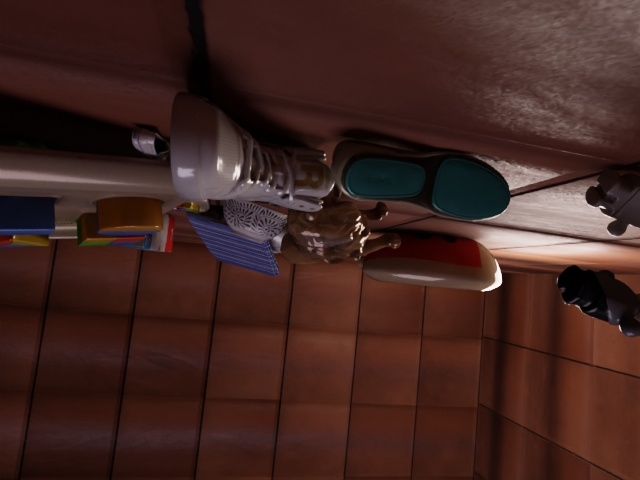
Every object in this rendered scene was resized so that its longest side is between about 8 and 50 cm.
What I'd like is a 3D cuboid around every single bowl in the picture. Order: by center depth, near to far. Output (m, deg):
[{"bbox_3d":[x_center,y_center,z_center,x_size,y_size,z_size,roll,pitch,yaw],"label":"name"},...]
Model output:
[{"bbox_3d":[-0.156,-0.042,0.950,0.170,0.080,0.170,20,177,1],"label":"bowl"}]

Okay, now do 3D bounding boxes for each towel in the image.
[{"bbox_3d":[-0.254,0.015,1.288,0.244,0.040,0.336,14,157,7],"label":"towel"}]

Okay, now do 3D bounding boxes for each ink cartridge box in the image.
[{"bbox_3d":[-0.572,-0.033,1.403,0.078,0.134,0.231,5,174,2],"label":"ink cartridge box"}]

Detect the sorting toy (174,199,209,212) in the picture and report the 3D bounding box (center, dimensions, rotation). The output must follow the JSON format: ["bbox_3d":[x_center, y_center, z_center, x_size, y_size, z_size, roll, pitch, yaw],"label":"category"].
[{"bbox_3d":[-0.377,-0.096,1.037,0.193,0.038,0.208,7,174,-14],"label":"sorting toy"}]

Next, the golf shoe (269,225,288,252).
[{"bbox_3d":[-0.208,-0.030,1.328,0.307,0.115,0.140,0,157,30],"label":"golf shoe"}]

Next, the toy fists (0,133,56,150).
[{"bbox_3d":[-0.480,-0.109,0.703,0.143,0.096,0.279,1,173,7],"label":"toy fists"}]

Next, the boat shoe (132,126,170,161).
[{"bbox_3d":[-0.225,-0.127,0.576,0.035,0.035,0.100,9,168,-3],"label":"boat shoe"}]

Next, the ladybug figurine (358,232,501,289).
[{"bbox_3d":[0.349,0.066,1.338,0.450,0.161,0.305,5,175,-1],"label":"ladybug figurine"}]

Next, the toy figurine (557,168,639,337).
[{"bbox_3d":[0.399,0.014,0.453,0.148,0.212,0.209,20,173,-4],"label":"toy figurine"}]

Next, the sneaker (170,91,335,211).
[{"bbox_3d":[-0.063,-0.090,0.476,0.169,0.107,0.292,5,-175,-5],"label":"sneaker"}]

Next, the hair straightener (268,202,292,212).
[{"bbox_3d":[-0.077,-0.074,0.882,0.089,0.047,0.230,5,180,14],"label":"hair straightener"}]

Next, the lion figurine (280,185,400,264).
[{"bbox_3d":[0.000,0.000,0.877,0.241,0.142,0.392,-11,167,-26],"label":"lion figurine"}]

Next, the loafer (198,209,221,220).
[{"bbox_3d":[-0.344,-0.077,1.263,0.125,0.039,0.045,5,-152,44],"label":"loafer"}]

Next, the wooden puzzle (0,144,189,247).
[{"bbox_3d":[-0.389,-0.036,0.640,0.322,0.080,0.348,-1,169,-38],"label":"wooden puzzle"}]

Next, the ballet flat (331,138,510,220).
[{"bbox_3d":[0.127,-0.081,0.534,0.249,0.086,0.086,9,174,-21],"label":"ballet flat"}]
